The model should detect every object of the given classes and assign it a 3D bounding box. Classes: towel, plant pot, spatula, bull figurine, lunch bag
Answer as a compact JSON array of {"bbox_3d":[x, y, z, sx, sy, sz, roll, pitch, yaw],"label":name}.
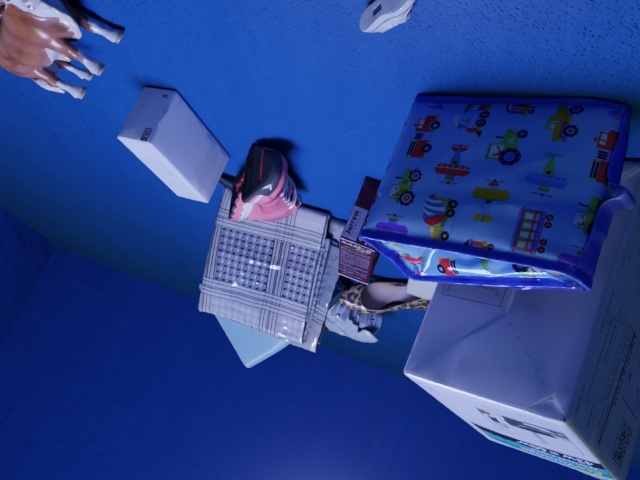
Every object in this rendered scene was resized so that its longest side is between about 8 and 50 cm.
[{"bbox_3d":[-0.112,0.063,1.503,0.324,0.312,0.056,17,-172,16],"label":"towel"},{"bbox_3d":[-0.093,0.128,1.661,0.252,0.248,0.247,-27,94,36],"label":"plant pot"},{"bbox_3d":[-0.276,-0.154,1.489,0.296,0.030,0.084,21,161,8],"label":"spatula"},{"bbox_3d":[-0.432,-0.326,1.053,0.188,0.101,0.310,29,161,-26],"label":"bull figurine"},{"bbox_3d":[0.227,-0.062,0.809,0.293,0.221,0.138,5,156,45],"label":"lunch bag"}]

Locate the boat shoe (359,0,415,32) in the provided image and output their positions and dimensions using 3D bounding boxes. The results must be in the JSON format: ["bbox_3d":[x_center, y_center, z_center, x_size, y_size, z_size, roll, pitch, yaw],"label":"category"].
[{"bbox_3d":[0.083,-0.256,0.738,0.035,0.035,0.100,1,170,-28],"label":"boat shoe"}]

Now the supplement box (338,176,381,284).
[{"bbox_3d":[0.089,-0.011,1.292,0.073,0.130,0.239,21,164,8],"label":"supplement box"}]

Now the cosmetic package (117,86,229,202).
[{"bbox_3d":[-0.273,-0.177,1.274,0.085,0.117,0.231,13,159,26],"label":"cosmetic package"}]

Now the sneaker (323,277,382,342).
[{"bbox_3d":[0.083,0.192,1.919,0.210,0.137,0.366,14,159,3],"label":"sneaker"}]

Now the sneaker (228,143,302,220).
[{"bbox_3d":[-0.093,-0.107,1.326,0.136,0.116,0.314,9,168,-16],"label":"sneaker"}]

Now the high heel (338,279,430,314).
[{"bbox_3d":[0.160,0.133,1.669,0.261,0.093,0.186,3,167,4],"label":"high heel"}]

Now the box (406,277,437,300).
[{"bbox_3d":[0.230,0.030,1.274,0.094,0.113,0.275,18,164,10],"label":"box"}]

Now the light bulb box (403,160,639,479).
[{"bbox_3d":[0.347,0.121,0.976,0.225,0.358,0.361,11,158,39],"label":"light bulb box"}]
